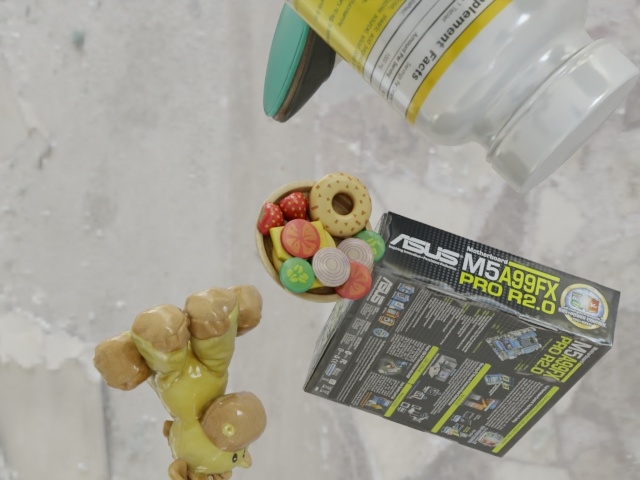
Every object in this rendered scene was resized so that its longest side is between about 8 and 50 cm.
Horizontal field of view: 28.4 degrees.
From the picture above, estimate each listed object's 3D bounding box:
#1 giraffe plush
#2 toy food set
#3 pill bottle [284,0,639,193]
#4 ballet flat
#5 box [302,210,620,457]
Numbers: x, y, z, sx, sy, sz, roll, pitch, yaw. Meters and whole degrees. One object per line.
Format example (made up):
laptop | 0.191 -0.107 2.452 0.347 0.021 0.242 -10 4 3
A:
giraffe plush | -0.126 0.163 1.296 0.170 0.181 0.210 64 146 13
toy food set | 0.000 0.000 0.780 0.020 0.083 0.082 -41 62 60
pill bottle | 0.103 -0.205 1.080 0.334 0.188 0.188 46 125 10
ballet flat | 0.008 -0.251 1.278 0.095 0.096 0.280 -127 43 -62
box | 0.118 0.096 1.158 0.270 0.216 0.060 114 174 -57
